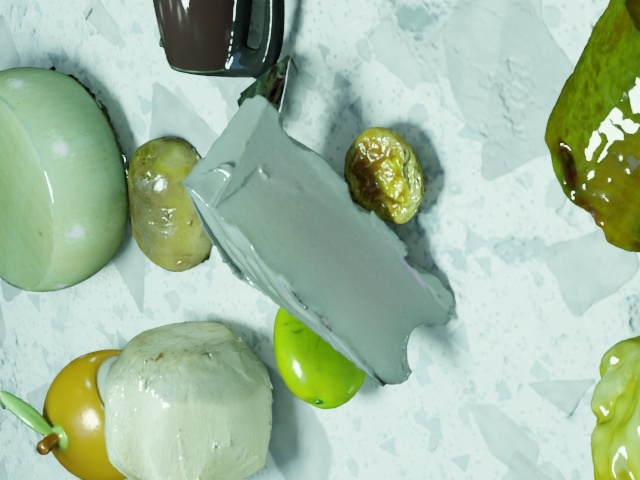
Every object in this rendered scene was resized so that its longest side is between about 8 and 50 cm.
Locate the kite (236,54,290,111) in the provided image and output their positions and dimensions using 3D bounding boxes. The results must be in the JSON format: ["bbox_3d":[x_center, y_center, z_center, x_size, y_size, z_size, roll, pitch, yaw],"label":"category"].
[{"bbox_3d":[-0.088,-0.134,1.788,0.012,0.250,0.229,21,161,14],"label":"kite"}]

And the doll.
[{"bbox_3d":[-0.356,0.285,2.141,0.213,0.236,0.213,18,116,42],"label":"doll"}]

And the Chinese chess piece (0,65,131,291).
[{"bbox_3d":[-0.436,-0.095,2.138,0.349,0.146,0.349,24,123,44],"label":"Chinese chess piece"}]

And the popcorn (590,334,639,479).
[{"bbox_3d":[0.393,0.185,1.339,0.293,0.292,0.334,48,130,24],"label":"popcorn"}]

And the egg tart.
[{"bbox_3d":[0.084,-0.080,1.722,0.130,0.052,0.130,17,115,40],"label":"egg tart"}]

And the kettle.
[{"bbox_3d":[-0.132,-0.329,1.803,0.202,0.144,0.232,11,117,25],"label":"kettle"}]

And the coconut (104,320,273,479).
[{"bbox_3d":[-0.185,0.255,1.971,0.245,0.245,0.247,10,111,42],"label":"coconut"}]

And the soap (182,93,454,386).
[{"bbox_3d":[0.000,0.000,1.686,0.302,0.159,0.257,32,158,31],"label":"soap"}]

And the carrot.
[{"bbox_3d":[0.364,-0.146,1.298,0.241,0.241,0.340,45,132,24],"label":"carrot"}]

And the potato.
[{"bbox_3d":[-0.230,-0.048,2.022,0.164,0.081,0.200,8,112,41],"label":"potato"}]

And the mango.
[{"bbox_3d":[-0.009,0.147,1.841,0.163,0.117,0.089,58,147,16],"label":"mango"}]
